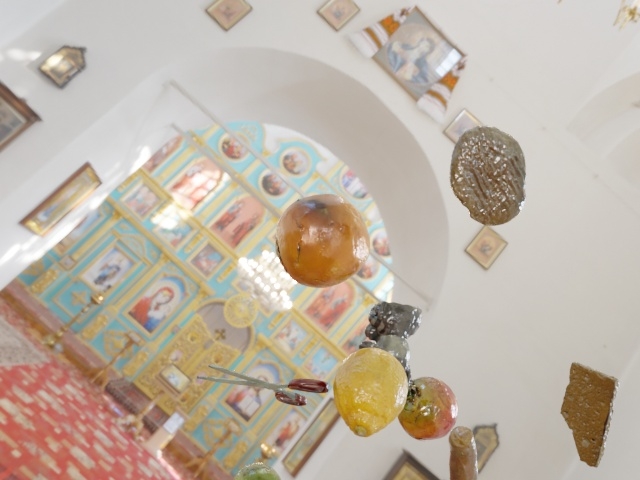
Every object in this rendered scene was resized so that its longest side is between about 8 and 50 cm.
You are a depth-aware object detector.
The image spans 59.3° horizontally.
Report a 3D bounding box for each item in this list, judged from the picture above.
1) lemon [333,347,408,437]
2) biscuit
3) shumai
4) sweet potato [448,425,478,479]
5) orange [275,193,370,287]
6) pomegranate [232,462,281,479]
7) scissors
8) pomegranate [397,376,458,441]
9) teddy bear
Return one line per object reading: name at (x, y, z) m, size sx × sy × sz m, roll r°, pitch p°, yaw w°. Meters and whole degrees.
lemon at (0.092, 0.284, 1.063) m, size 0.142 × 0.187 × 0.142 m, roll 8°, pitch -52°, yaw 11°
biscuit at (0.680, 0.443, 1.440) m, size 0.026 × 0.236 × 0.131 m, roll 6°, pitch 7°, yaw -29°
shumai at (0.360, -0.139, 1.209) m, size 0.209 × 0.162 × 0.153 m, roll 68°, pitch 16°, yaw 0°
sweet potato at (0.323, 0.558, 1.200) m, size 0.109 × 0.109 × 0.385 m, roll 13°, pitch -49°, yaw 57°
orange at (0.000, 0.000, 1.425) m, size 0.246 × 0.246 × 0.246 m, roll 37°, pitch -19°, yaw 15°
pomegranate at (-0.231, 0.849, 1.860) m, size 0.198 × 0.198 × 0.246 m, roll 30°, pitch 12°, yaw 34°
scissors at (-0.117, 0.287, 1.127) m, size 0.248 × 0.017 × 0.144 m, roll 18°, pitch -37°, yaw -21°
pomegranate at (0.344, 0.551, 1.863) m, size 0.235 × 0.210 × 0.210 m, roll 39°, pitch -15°, yaw -25°
teddy bear at (0.175, 0.275, 1.535) m, size 0.171 × 0.250 × 0.144 m, roll 35°, pitch -28°, yaw -26°
